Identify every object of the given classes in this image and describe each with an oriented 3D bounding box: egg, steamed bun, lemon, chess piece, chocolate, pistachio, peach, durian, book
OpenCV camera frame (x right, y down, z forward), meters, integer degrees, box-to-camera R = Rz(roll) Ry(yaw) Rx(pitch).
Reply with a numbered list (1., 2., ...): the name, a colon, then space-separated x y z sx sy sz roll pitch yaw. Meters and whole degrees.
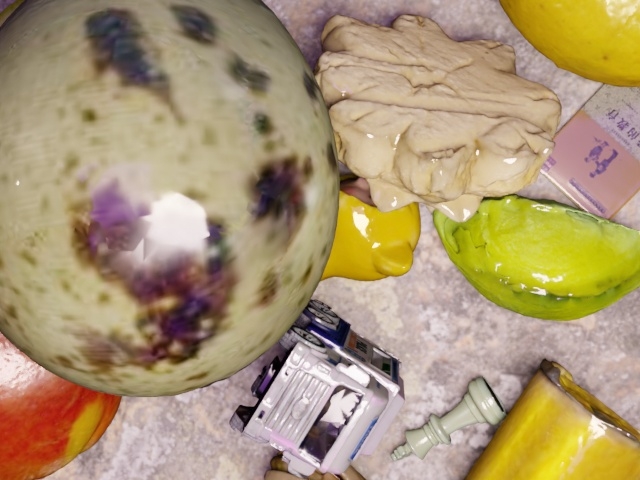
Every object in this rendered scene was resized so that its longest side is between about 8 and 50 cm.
1. egg: -0.157 -0.071 0.743 0.344 0.345 0.428 -15 63 6
2. steamed bun: 0.113 -0.132 0.884 0.295 0.292 0.137 30 136 19
3. lemon: 0.308 -0.290 0.851 0.236 0.236 0.263 -44 108 5
4. chess piece: 0.148 0.224 0.971 0.149 0.059 0.059 -34 88 13
5. chocolate: 0.187 0.350 0.924 0.162 0.162 0.445 35 100 4
6. pistachio: 0.000 0.307 0.965 0.149 0.113 0.113 34 95 19
7. peach: -0.374 0.107 0.905 0.307 0.308 0.333 -16 85 6
8. durian: 0.251 0.021 0.932 0.250 0.101 0.139 5 63 6
9. book: 0.351 -0.116 0.958 0.118 0.012 0.172 43 95 4

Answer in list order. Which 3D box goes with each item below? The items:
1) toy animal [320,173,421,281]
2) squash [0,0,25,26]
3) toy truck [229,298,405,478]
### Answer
1. toy animal: 0.001 -0.002 0.929 0.229 0.156 0.156 -3 91 10
2. squash: -0.331 -0.168 0.972 0.252 0.049 0.252 2 93 29
3. toy truck: 0.012 0.162 0.873 0.155 0.268 0.124 31 95 3
